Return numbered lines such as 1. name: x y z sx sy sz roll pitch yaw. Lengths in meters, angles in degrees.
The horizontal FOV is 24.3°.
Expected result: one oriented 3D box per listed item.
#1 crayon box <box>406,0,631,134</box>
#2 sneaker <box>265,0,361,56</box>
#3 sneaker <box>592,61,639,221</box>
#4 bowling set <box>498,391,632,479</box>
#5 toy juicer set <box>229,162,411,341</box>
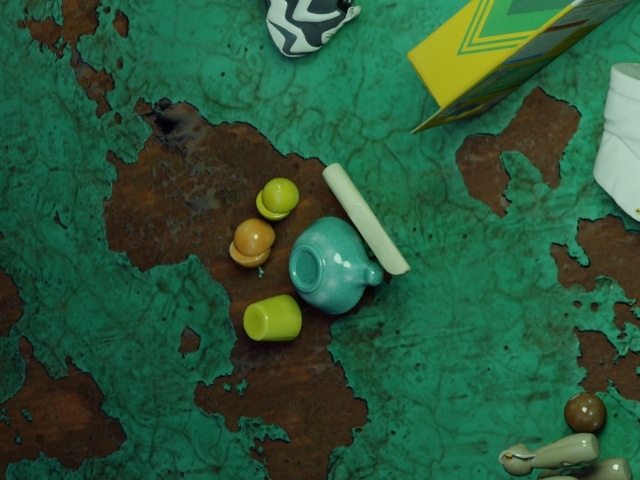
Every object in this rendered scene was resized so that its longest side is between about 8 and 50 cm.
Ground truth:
1. crayon box: 0.242 -0.256 1.720 0.323 0.203 0.083 -38 80 35
2. sneaker: -0.025 -0.371 1.940 0.153 0.094 0.235 -22 90 35
3. sneaker: 0.440 -0.079 1.693 0.292 0.108 0.169 31 121 41
4. bowling set: 0.302 0.304 1.876 0.154 0.287 0.200 -18 49 29
5. toy juicer set: 0.000 0.000 2.034 0.329 0.089 0.209 -30 72 44
